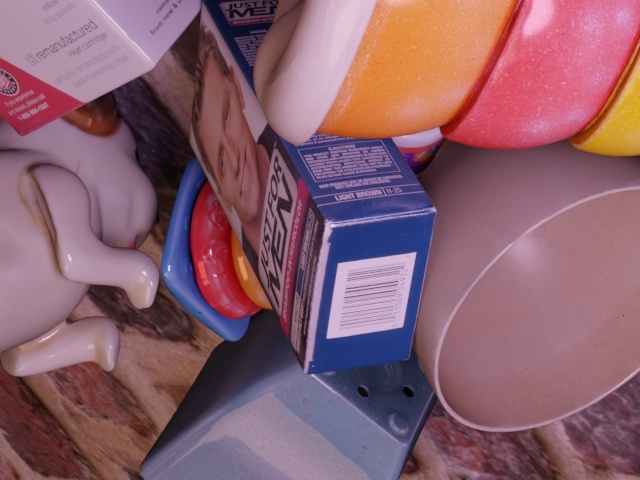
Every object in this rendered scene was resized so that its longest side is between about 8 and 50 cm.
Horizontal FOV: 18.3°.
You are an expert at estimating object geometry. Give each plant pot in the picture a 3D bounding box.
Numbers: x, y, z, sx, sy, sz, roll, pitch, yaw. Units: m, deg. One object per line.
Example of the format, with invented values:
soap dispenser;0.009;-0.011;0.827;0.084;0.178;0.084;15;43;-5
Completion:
plant pot;-0.004;0.199;2.233;0.247;0.248;0.252;39;131;-6
plant pot;0.183;0.005;1.799;0.191;0.284;0.284;55;165;39

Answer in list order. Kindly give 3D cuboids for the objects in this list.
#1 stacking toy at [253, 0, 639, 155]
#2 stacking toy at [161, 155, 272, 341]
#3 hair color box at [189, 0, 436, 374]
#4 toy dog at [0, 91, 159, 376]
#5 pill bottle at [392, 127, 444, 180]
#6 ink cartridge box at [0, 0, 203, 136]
stacking toy;0.216;-0.183;1.524;0.480;0.350;0.350;17;150;-8
stacking toy;0.000;0.000;2.054;0.302;0.165;0.175;-2;150;30
hair color box;-0.017;-0.060;1.786;0.347;0.105;0.173;-118;28;-46
toy dog;-0.350;-0.002;2.108;0.395;0.408;0.284;35;138;20
pill bottle;0.055;-0.094;1.892;0.108;0.108;0.193;33;149;3
ink cartridge box;-0.318;-0.312;1.894;0.384;0.160;0.279;46;147;-18
